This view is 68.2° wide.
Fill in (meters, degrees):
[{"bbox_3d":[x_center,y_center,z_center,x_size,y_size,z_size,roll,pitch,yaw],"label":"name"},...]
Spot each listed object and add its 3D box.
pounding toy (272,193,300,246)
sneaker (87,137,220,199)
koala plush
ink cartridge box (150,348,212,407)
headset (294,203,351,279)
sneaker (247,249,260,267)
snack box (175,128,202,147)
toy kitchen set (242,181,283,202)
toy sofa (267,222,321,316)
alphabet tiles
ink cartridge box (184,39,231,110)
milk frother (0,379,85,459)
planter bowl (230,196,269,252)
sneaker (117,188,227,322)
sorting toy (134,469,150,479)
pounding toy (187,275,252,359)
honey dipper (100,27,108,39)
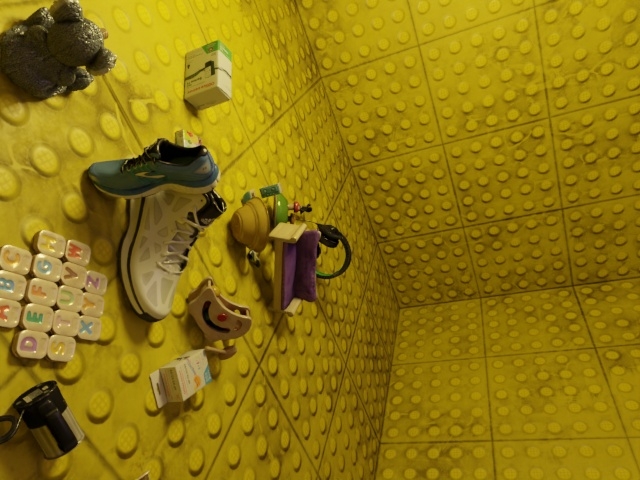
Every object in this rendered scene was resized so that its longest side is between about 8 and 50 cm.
[{"bbox_3d":[-0.149,-0.093,2.061,0.183,0.110,0.236,133,-43,-77],"label":"pounding toy"},{"bbox_3d":[-0.435,-0.201,1.223,0.147,0.331,0.129,89,-6,-50],"label":"sneaker"},{"bbox_3d":[-0.587,-0.437,1.084,0.203,0.222,0.196,-71,144,-52],"label":"koala plush"},{"bbox_3d":[-0.398,0.395,1.363,0.181,0.062,0.104,-22,100,-68],"label":"ink cartridge box"},{"bbox_3d":[0.000,0.000,2.342,0.393,0.244,0.185,59,20,5],"label":"headset"},{"bbox_3d":[-0.270,0.075,1.893,0.035,0.031,0.083,-46,119,-48],"label":"sneaker"},{"bbox_3d":[-0.446,-0.296,1.617,0.100,0.037,0.141,18,63,-65],"label":"snack box"},{"bbox_3d":[-0.218,-0.111,1.907,0.122,0.166,0.206,-55,131,-68],"label":"toy kitchen set"},{"bbox_3d":[-0.109,0.120,1.917,0.150,0.177,0.362,-55,152,-62],"label":"toy sofa"},{"bbox_3d":[-0.595,0.125,1.061,0.278,0.021,0.283,38,45,-58],"label":"alphabet tiles"},{"bbox_3d":[-0.406,-0.596,1.711,0.087,0.153,0.208,34,48,-60],"label":"ink cartridge box"},{"bbox_3d":[-0.566,0.379,0.933,0.143,0.129,0.134,-26,108,-23],"label":"milk frother"},{"bbox_3d":[-0.280,-0.057,1.781,0.091,0.217,0.216,-4,82,-32],"label":"planter bowl"},{"bbox_3d":[-0.396,-0.009,1.299,0.169,0.258,0.446,29,53,-63],"label":"sneaker"},{"bbox_3d":[-0.449,0.620,1.156,0.075,0.045,0.083,-21,100,-61],"label":"sorting toy"},{"bbox_3d":[-0.301,0.255,1.482,0.154,0.154,0.269,-120,-175,-62],"label":"pounding toy"},{"bbox_3d":[-0.639,-0.550,1.280,0.030,0.031,0.160,69,27,-23],"label":"honey dipper"}]
